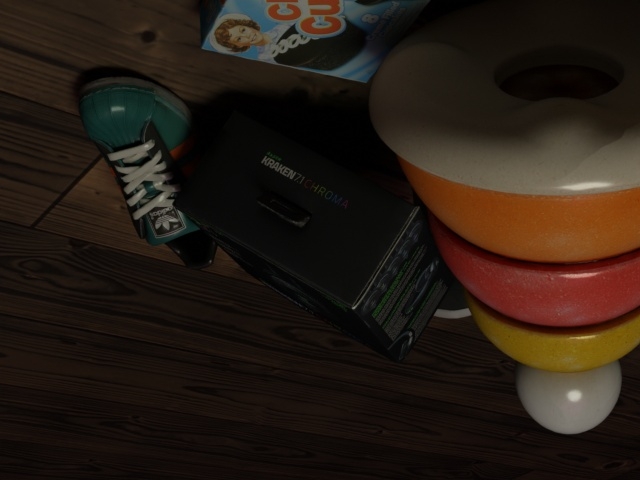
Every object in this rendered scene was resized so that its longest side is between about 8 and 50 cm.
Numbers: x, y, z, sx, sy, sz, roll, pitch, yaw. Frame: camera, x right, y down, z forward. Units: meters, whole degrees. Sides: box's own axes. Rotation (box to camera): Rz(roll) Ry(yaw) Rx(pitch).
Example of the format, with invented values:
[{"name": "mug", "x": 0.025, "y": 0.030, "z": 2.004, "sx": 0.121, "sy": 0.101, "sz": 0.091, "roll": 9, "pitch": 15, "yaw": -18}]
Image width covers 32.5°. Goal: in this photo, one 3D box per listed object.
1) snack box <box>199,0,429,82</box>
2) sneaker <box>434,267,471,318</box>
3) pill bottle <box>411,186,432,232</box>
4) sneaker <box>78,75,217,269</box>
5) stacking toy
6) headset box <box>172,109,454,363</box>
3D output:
[{"name": "snack box", "x": 0.030, "y": -0.274, "z": 0.999, "sx": 0.187, "sy": 0.060, "sz": 0.322, "roll": 8, "pitch": 148, "yaw": -24}, {"name": "sneaker", "x": 0.216, "y": 0.023, "z": 1.550, "sx": 0.296, "sy": 0.104, "sz": 0.147, "roll": -12, "pitch": 128, "yaw": 48}, {"name": "pill bottle", "x": 0.257, "y": -0.076, "z": 1.296, "sx": 0.283, "sy": 0.160, "sz": 0.160, "roll": -5, "pitch": 151, "yaw": -3}, {"name": "sneaker", "x": -0.180, "y": -0.069, "z": 1.259, "sx": 0.108, "sy": 0.121, "sz": 0.302, "roll": -14, "pitch": 150, "yaw": 13}, {"name": "stacking toy", "x": 0.240, "y": 0.018, "z": 1.119, "sx": 0.351, "sy": 0.350, "sz": 0.479, "roll": -7, "pitch": 124, "yaw": 1}, {"name": "headset box", "x": 0.000, "y": 0.000, "z": 1.247, "sx": 0.246, "sy": 0.131, "sz": 0.283, "roll": 30, "pitch": 171, "yaw": 21}]
